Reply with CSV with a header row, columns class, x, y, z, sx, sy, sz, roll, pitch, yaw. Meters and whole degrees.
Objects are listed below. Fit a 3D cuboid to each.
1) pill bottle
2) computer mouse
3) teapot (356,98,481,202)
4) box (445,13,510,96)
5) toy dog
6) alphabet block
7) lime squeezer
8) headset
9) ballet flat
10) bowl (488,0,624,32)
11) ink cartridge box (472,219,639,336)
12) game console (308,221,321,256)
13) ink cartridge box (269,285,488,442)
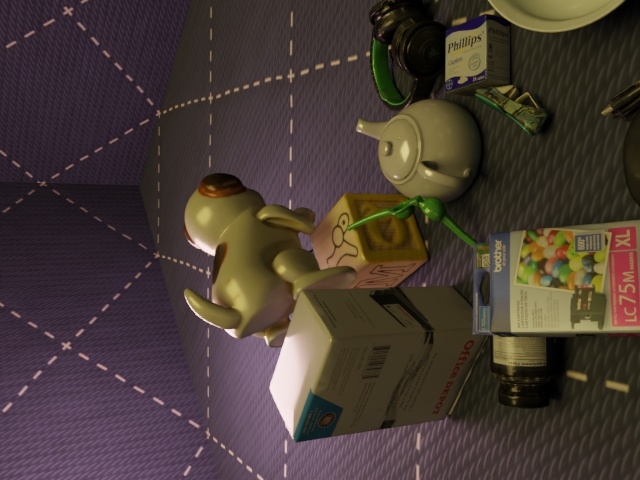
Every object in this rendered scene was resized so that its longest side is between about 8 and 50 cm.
class,x,y,z,sx,sy,sz,roll,pitch,yaw
pill bottle,0.383,0.199,1.308,0.123,0.123,0.219,0,91,60
computer mouse,0.506,-0.161,1.044,0.188,0.072,0.272,-32,40,52
teapot,0.216,-0.195,1.521,0.256,0.187,0.252,-30,66,55
box,0.325,-0.382,1.438,0.126,0.072,0.137,-3,85,59
toy dog,-0.178,0.037,1.641,0.407,0.396,0.284,58,147,29
alphabet block,0.114,0.013,1.695,0.197,0.194,0.192,-47,53,50
lime squeezer,0.207,-0.049,1.500,0.109,0.311,0.058,81,-154,-44
headset,0.180,-0.476,1.577,0.394,0.185,0.243,105,147,-46
ballet flat,0.383,-0.271,1.370,0.188,0.070,0.070,52,133,44
bowl,0.423,-0.499,1.162,0.298,0.134,0.297,9,106,34
ink cartridge box,0.400,0.072,1.191,0.311,0.065,0.185,-6,74,36
game console,0.000,0.000,2.015,0.122,0.107,0.071,-2,117,60
ink cartridge box,0.124,0.257,1.488,0.166,0.395,0.285,55,135,47
